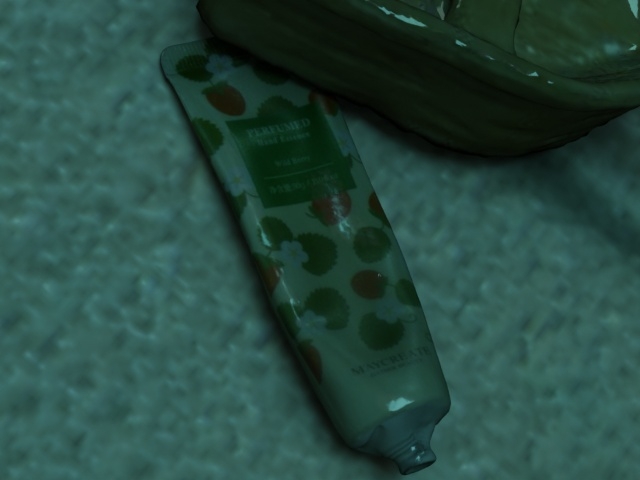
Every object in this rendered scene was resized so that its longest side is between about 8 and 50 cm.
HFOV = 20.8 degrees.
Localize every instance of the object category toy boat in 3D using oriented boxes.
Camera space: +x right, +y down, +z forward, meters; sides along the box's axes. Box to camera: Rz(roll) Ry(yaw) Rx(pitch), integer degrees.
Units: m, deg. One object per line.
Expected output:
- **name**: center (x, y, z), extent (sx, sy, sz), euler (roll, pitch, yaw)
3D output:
- **toy boat**: center (0.053, -0.092, 0.600), extent (0.188, 0.061, 0.116), euler (22, 57, -13)

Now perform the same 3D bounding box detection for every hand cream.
- **hand cream**: center (0.000, 0.000, 0.574), extent (0.057, 0.037, 0.165), euler (-15, 71, -25)
